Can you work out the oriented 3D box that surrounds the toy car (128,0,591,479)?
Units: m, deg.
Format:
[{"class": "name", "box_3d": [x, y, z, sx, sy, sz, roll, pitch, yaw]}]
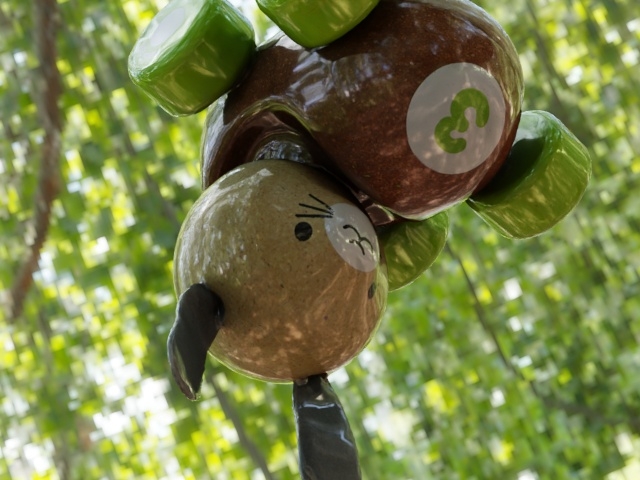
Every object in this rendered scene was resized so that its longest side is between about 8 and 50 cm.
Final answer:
[{"class": "toy car", "box_3d": [0.000, 0.000, 0.635, 0.149, 0.188, 0.155, -23, -53, 39]}]
